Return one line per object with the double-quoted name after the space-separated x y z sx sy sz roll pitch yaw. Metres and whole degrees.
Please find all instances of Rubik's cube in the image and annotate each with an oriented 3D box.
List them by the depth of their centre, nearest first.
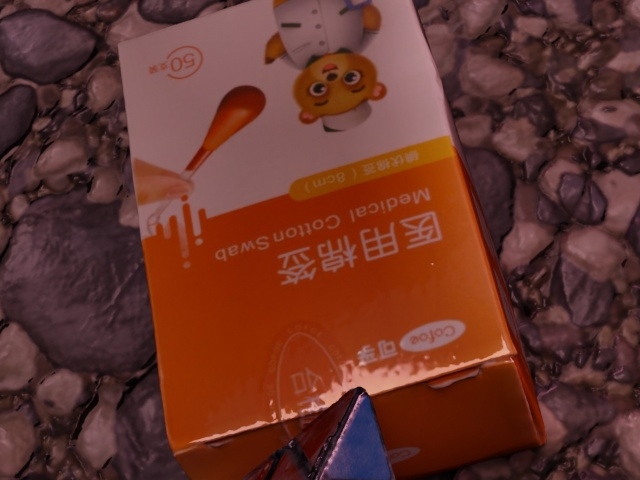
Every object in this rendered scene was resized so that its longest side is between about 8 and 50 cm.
0.028 0.202 0.807 0.190 0.178 0.211 -54 18 6 "Rubik's cube"

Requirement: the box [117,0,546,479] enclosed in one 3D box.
0.000 0.000 0.949 0.224 0.143 0.341 -16 58 7 "box"
